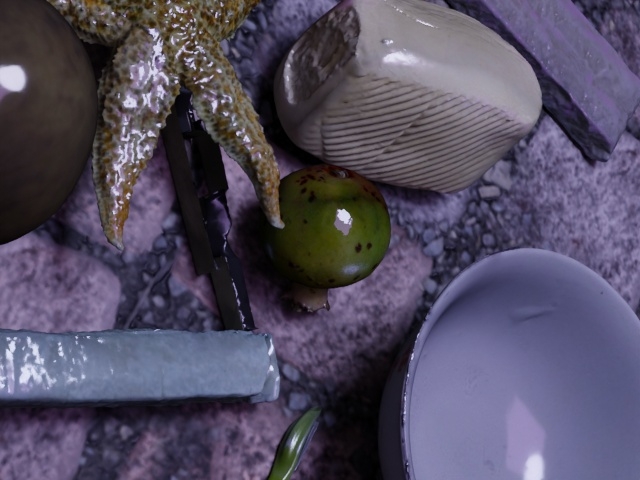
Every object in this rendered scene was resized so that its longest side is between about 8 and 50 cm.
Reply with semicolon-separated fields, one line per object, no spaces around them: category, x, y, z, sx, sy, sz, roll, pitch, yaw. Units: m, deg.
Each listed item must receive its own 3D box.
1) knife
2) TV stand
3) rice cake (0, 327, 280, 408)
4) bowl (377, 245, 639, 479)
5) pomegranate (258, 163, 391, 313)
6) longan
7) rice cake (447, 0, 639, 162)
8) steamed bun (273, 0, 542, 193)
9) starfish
knife;-0.041;0.215;1.481;0.184;0.022;0.026;-61;141;-31
TV stand;-0.101;-0.039;1.486;0.042;0.036;0.249;-12;87;-38
rice cake;-0.172;0.105;1.382;0.336;0.063;0.066;4;80;-36
bowl;0.162;0.186;1.555;0.345;0.157;0.346;9;75;-36
pomegranate;0.000;-0.008;1.512;0.130;0.130;0.130;10;73;-35
longan;-0.264;-0.096;1.273;0.196;0.220;0.197;8;45;-8
rice cake;0.232;-0.219;1.774;0.298;0.050;0.106;45;56;-20
steamed bun;0.081;-0.153;1.579;0.238;0.170;0.153;13;53;-33
starfish;-0.122;-0.172;1.443;0.358;0.078;0.347;46;51;-3
